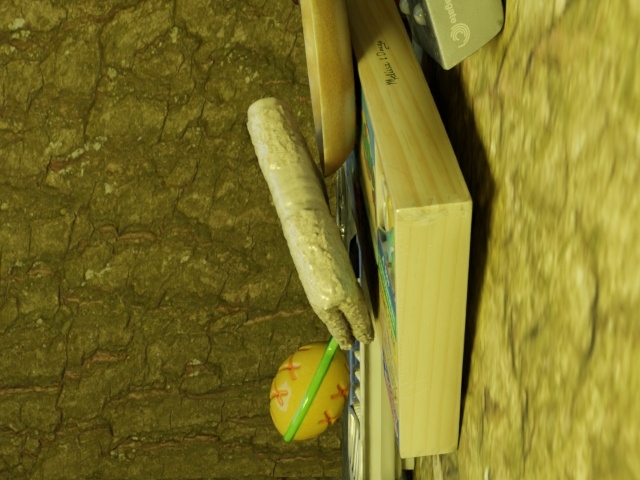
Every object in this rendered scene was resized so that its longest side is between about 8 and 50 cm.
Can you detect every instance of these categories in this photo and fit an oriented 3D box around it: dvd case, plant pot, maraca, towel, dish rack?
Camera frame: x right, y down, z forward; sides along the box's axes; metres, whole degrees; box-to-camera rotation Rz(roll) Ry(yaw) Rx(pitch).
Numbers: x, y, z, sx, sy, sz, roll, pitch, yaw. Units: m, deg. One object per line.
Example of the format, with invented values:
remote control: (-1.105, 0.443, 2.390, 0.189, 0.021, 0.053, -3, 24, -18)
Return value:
dvd case: (0.029, 0.010, 1.075, 0.221, 0.018, 0.164, 85, -175, -68)
plant pot: (0.005, -0.174, 0.705, 0.236, 0.033, 0.236, 174, 90, -88)
maraca: (-0.004, 0.178, 1.037, 0.185, 0.099, 0.127, -64, 1, -3)
towel: (0.000, 0.000, 0.750, 0.282, 0.049, 0.187, 64, -175, -74)
dish rack: (0.075, 0.159, 1.039, 0.285, 0.073, 0.332, 86, -177, -86)

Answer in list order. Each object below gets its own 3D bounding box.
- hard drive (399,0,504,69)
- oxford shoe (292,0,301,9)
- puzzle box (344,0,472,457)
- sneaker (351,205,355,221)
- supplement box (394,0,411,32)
hard drive: (0.052, -0.247, 0.509, 0.172, 0.054, 0.254, -92, -18, -70)
oxford shoe: (0.051, -0.293, 1.044, 0.130, 0.123, 0.348, 63, -166, -1)
puzzle box: (0.061, -0.050, 0.724, 0.408, 0.052, 0.272, -98, 1, -50)
sneaker: (0.075, -0.041, 1.093, 0.170, 0.063, 0.074, 101, 176, -62)
supplement box: (0.087, -0.240, 0.778, 0.083, 0.043, 0.054, 119, 151, -88)
